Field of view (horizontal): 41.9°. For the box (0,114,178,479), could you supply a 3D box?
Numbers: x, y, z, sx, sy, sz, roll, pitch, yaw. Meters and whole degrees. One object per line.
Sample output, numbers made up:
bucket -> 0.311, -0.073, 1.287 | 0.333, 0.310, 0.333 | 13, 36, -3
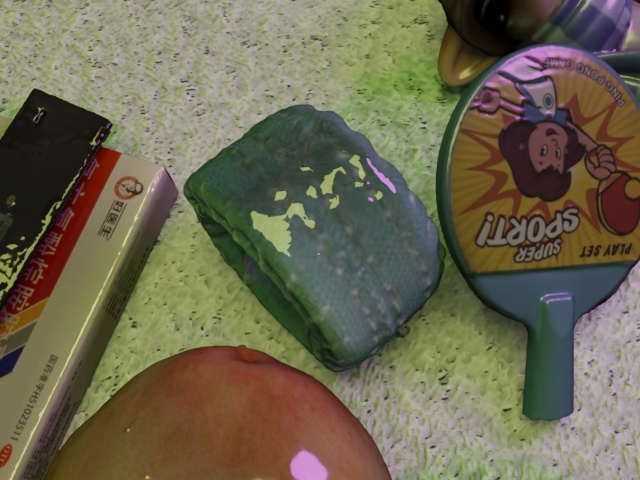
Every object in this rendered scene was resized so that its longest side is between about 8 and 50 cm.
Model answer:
box -> -0.310, 0.058, 0.822 | 0.214, 0.069, 0.353 | 18, 72, 12

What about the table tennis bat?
table tennis bat -> 0.201, -0.006, 0.733 | 0.215, 0.044, 0.329 | -3, 96, -18

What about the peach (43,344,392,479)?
peach -> -0.077, 0.225, 0.631 | 0.292, 0.247, 0.292 | 0, 89, 13

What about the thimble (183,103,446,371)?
thimble -> 0.000, 0.000, 0.750 | 0.143, 0.198, 0.235 | -39, 96, -13

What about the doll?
doll -> 0.277, -0.223, 0.804 | 0.340, 0.209, 0.318 | 28, 90, 8

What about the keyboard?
keyboard -> -0.316, 0.000, 0.799 | 0.106, 0.027, 0.317 | 23, 72, 10
